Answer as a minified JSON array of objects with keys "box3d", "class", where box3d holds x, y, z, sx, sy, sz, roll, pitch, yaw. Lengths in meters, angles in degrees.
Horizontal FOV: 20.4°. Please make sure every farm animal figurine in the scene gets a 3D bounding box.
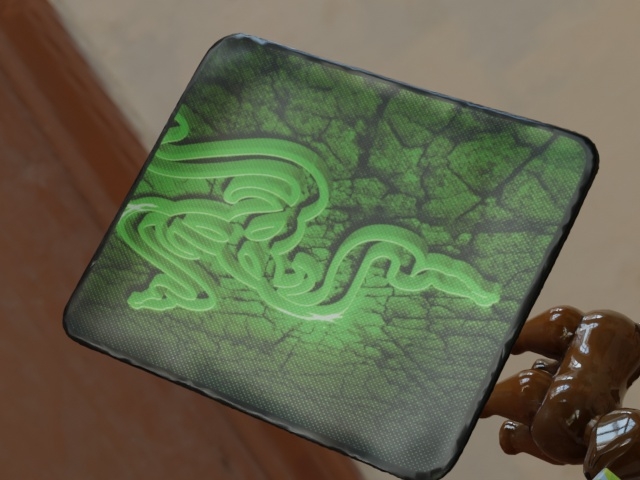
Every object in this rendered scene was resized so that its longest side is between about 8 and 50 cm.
[{"box3d":[0.233,0.173,0.943,0.326,0.172,0.330,-24,103,-49],"class":"farm animal figurine"}]

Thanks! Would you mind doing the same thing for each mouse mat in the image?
[{"box3d":[0.000,0.000,0.707,0.189,0.153,0.007,19,-16,30],"class":"mouse mat"}]

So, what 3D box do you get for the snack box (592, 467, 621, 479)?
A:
[{"box3d":[0.092,0.161,0.598,0.100,0.141,0.037,39,30,14],"class":"snack box"}]
